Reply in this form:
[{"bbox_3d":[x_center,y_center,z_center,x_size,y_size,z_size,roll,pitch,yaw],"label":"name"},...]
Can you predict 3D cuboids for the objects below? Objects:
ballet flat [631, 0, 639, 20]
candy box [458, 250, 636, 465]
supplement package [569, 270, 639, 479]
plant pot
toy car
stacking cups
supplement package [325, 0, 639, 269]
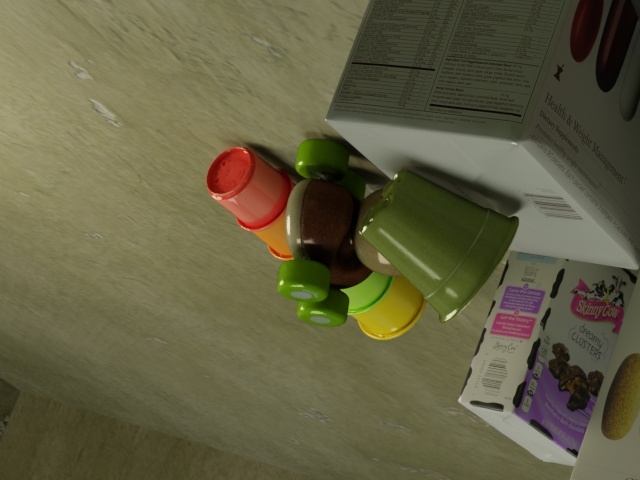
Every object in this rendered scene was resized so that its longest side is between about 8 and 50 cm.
[{"bbox_3d":[0.259,-0.114,1.228,0.096,0.095,0.280,56,176,49],"label":"ballet flat"},{"bbox_3d":[0.234,0.104,1.964,0.070,0.196,0.165,7,160,41],"label":"candy box"},{"bbox_3d":[0.353,0.152,1.881,0.139,0.244,0.134,10,162,35],"label":"supplement package"},{"bbox_3d":[0.070,-0.004,1.264,0.079,0.083,0.083,36,163,-6],"label":"plant pot"},{"bbox_3d":[0.068,-0.003,1.938,0.188,0.155,0.149,3,160,16],"label":"toy car"},{"bbox_3d":[0.000,0.000,2.139,0.096,0.096,0.316,8,158,39],"label":"stacking cups"},{"bbox_3d":[0.139,-0.118,1.293,0.149,0.203,0.194,9,162,36],"label":"supplement package"}]
